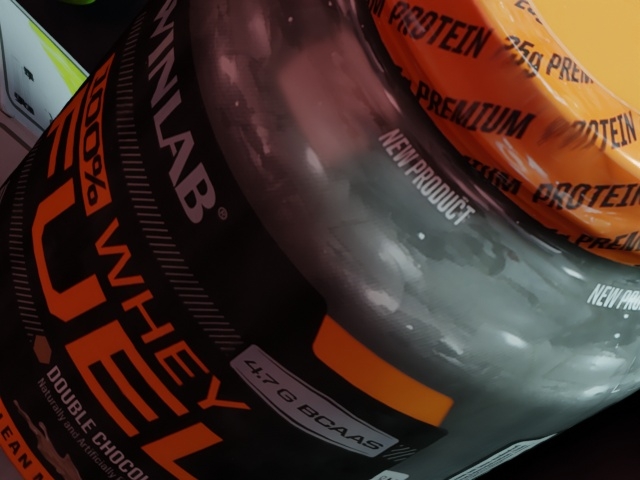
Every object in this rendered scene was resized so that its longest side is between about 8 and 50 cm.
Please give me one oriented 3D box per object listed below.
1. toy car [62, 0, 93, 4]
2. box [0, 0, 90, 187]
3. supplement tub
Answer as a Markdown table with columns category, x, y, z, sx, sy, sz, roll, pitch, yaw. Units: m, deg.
| category | x | y | z | sx | sy | sz | roll | pitch | yaw |
| --- | --- | --- | --- | --- | --- | --- | --- | --- | --- |
| toy car | -0.193 | -0.228 | 0.839 | 0.188 | 0.149 | 0.155 | -5 | 59 | 52 |
| box | -0.245 | -0.006 | 0.717 | 0.289 | 0.169 | 0.087 | -23 | 59 | 14 |
| supplement tub | 0.000 | 0.000 | 0.508 | 0.338 | 0.207 | 0.207 | -41 | 51 | 44 |
